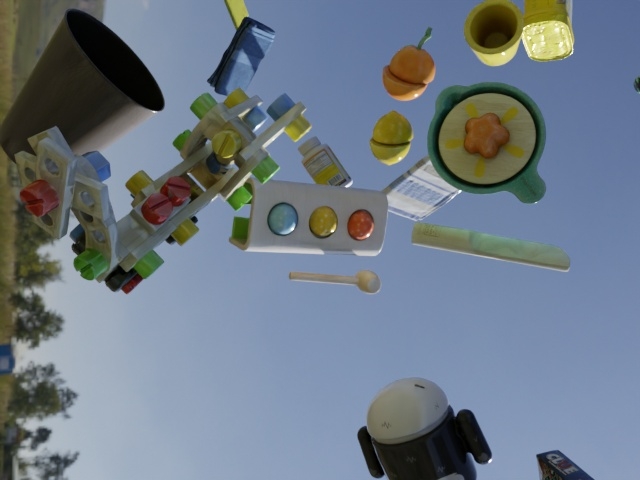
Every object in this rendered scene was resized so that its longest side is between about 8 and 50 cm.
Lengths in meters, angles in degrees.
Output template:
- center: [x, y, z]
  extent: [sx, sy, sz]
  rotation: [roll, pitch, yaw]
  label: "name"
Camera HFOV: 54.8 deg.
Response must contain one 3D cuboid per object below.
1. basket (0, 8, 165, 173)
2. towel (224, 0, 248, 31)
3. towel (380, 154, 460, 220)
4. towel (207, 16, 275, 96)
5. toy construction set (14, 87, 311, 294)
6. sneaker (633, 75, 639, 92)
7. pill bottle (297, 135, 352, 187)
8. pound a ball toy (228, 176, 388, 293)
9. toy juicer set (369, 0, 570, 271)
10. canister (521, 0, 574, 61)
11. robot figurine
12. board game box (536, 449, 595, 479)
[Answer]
- center: [-0.399, -0.216, 0.998]
  extent: [0.227, 0.154, 0.204]
  rotation: [-38, -88, 20]
  label: "basket"
- center: [-0.228, -0.612, 1.433]
  extent: [0.102, 0.021, 0.237]
  rotation: [-78, 154, -46]
  label: "towel"
- center: [0.291, -0.153, 1.626]
  extent: [0.285, 0.209, 0.034]
  rotation: [-39, -129, 36]
  label: "towel"
- center: [-0.118, -0.274, 0.934]
  extent: [0.029, 0.067, 0.119]
  rotation: [44, -68, 27]
  label: "towel"
- center: [-0.169, -0.058, 0.678]
  extent: [0.215, 0.328, 0.151]
  rotation: [-36, -95, 42]
  label: "toy construction set"
- center: [0.675, -0.321, 1.221]
  extent: [0.098, 0.069, 0.038]
  rotation: [-171, -116, -81]
  label: "sneaker"
- center: [0.012, -0.263, 2.211]
  extent: [0.215, 0.117, 0.117]
  rotation: [56, -32, 1]
  label: "pill bottle"
- center: [0.000, 0.000, 1.139]
  extent: [0.136, 0.319, 0.208]
  rotation: [20, -76, 60]
  label: "pound a ball toy"
- center: [0.160, -0.110, 0.738]
  extent: [0.209, 0.089, 0.329]
  rotation: [-11, -100, 18]
  label: "toy juicer set"
- center: [0.373, -0.400, 1.010]
  extent: [0.073, 0.126, 0.170]
  rotation: [0, -104, 29]
  label: "canister"
- center: [0.196, 0.401, 1.186]
  extent: [0.173, 0.209, 0.278]
  rotation: [-175, -118, -78]
  label: "robot figurine"
- center: [0.415, 0.480, 0.974]
  extent: [0.165, 0.042, 0.243]
  rotation: [-145, -136, -77]
  label: "board game box"
